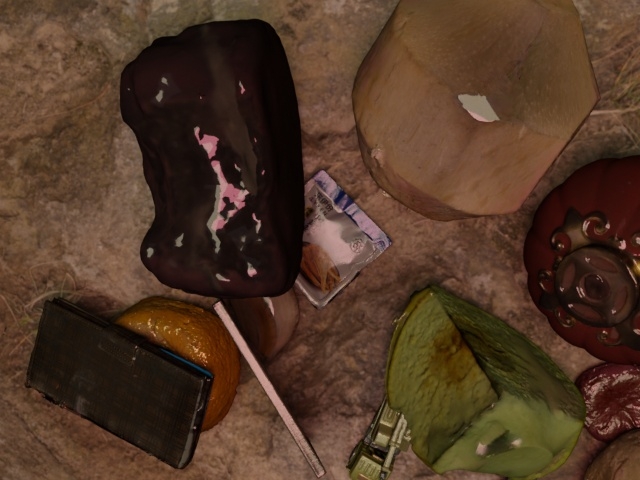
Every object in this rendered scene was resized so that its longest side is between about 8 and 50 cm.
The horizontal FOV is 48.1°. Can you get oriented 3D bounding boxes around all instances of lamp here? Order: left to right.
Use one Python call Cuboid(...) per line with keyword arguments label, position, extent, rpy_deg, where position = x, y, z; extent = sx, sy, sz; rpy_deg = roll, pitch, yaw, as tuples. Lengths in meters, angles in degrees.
Cuboid(label="lamp", position=(0.441, 0.030, 1.019), extent=(0.303, 0.257, 0.303), rpy_deg=(19, 118, 41))

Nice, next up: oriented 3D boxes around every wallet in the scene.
Cuboid(label="wallet", position=(-0.318, 0.219, 1.121), extent=(0.317, 0.044, 0.169), rpy_deg=(21, 102, 19))

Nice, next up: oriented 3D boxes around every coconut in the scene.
Cuboid(label="coconut", position=(0.217, -0.212, 1.013), extent=(0.352, 0.352, 0.353), rpy_deg=(0, 94, 6))

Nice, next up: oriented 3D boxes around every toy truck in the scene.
Cuboid(label="toy truck", position=(0.107, 0.323, 1.155), extent=(0.077, 0.100, 0.169), rpy_deg=(30, 95, 5))

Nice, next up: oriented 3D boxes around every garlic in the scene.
Cuboid(label="garlic", position=(-0.096, 0.092, 1.170), extent=(0.101, 0.087, 0.196), rpy_deg=(-31, 91, 23))

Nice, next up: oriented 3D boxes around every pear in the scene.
Cuboid(label="pear", position=(0.255, 0.238, 1.083), extent=(0.281, 0.286, 0.176), rpy_deg=(21, 114, -30))

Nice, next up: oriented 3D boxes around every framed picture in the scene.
Cuboid(label="framed picture", position=(-0.085, 0.216, 1.112), extent=(0.016, 0.213, 0.289), rpy_deg=(-32, 90, -8))

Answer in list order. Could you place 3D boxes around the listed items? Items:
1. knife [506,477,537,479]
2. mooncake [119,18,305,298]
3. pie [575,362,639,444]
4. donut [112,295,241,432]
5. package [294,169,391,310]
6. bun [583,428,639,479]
Cuboid(label="knife", position=(0.285, 0.489, 1.176), extent=(0.034, 0.063, 0.260), rpy_deg=(30, 99, 43))
Cuboid(label="mooncake", position=(-0.135, -0.108, 1.020), extent=(0.212, 0.350, 0.381), rpy_deg=(-1, 94, 14))
Cuboid(label="pie", position=(0.482, 0.262, 1.145), extent=(0.153, 0.038, 0.154), rpy_deg=(0, 95, 4))
Cuboid(label="donut", position=(-0.257, 0.213, 1.184), extent=(0.253, 0.118, 0.253), rpy_deg=(1, 93, 21))
Cuboid(label="package", position=(0.000, 0.000, 1.181), extent=(0.173, 0.027, 0.171), rpy_deg=(-44, 89, 11))
Cuboid(label="bun", position=(0.528, 0.416, 1.080), extent=(0.259, 0.152, 0.259), rpy_deg=(1, 102, 3))
